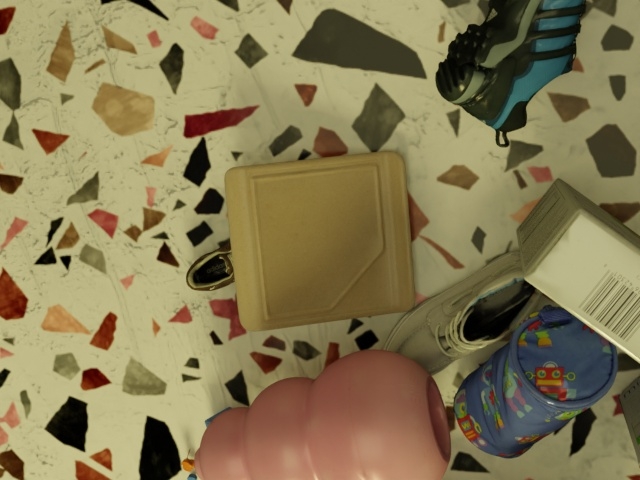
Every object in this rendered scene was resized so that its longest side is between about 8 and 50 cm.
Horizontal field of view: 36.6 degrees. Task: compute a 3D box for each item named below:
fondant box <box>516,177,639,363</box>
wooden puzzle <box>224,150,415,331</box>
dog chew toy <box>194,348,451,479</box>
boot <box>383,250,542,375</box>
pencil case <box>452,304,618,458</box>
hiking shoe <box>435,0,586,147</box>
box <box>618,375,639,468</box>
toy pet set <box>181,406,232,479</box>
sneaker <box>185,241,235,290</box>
[{"bbox_3d":[0.349,0.047,1.103,0.238,0.330,0.096,36,104,3],"label":"fondant box"},{"bbox_3d":[0.000,0.000,1.292,0.239,0.044,0.221,-6,99,-5],"label":"wooden puzzle"},{"bbox_3d":[-0.006,0.260,1.246,0.332,0.206,0.206,-14,97,17],"label":"dog chew toy"},{"bbox_3d":[0.178,0.109,1.255,0.258,0.123,0.095,-41,90,15],"label":"boot"},{"bbox_3d":[0.251,0.175,1.176,0.119,0.306,0.133,-10,69,-11],"label":"pencil case"},{"bbox_3d":[0.274,-0.272,1.195,0.132,0.113,0.304,35,100,-28],"label":"hiking shoe"},{"bbox_3d":[0.499,0.178,1.149,0.127,0.231,0.262,44,105,1],"label":"box"},{"bbox_3d":[-0.137,0.298,1.397,0.122,0.065,0.114,3,136,13],"label":"toy pet set"},{"bbox_3d":[-0.099,0.023,1.321,0.188,0.071,0.066,-29,93,15],"label":"sneaker"}]
